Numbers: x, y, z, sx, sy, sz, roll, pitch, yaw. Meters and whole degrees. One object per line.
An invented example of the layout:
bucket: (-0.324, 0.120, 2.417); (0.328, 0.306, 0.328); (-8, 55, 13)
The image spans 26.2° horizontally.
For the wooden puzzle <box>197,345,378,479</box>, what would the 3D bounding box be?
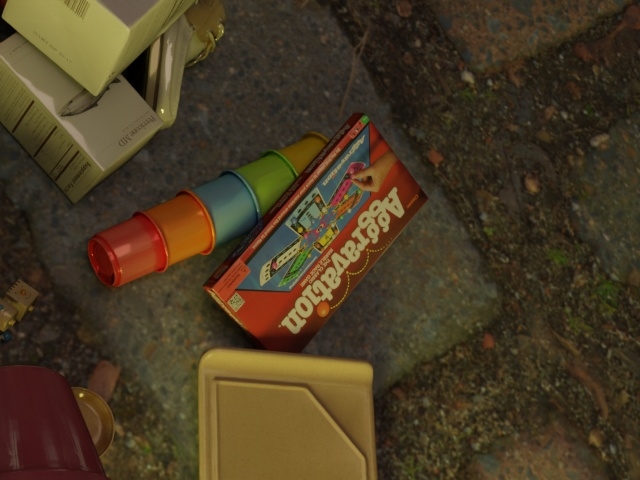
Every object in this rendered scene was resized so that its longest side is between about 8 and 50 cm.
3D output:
wooden puzzle: (-0.037, 0.247, 1.544); (0.221, 0.044, 0.239); (8, 72, -26)

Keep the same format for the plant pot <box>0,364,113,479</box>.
plant pot: (-0.295, 0.229, 1.331); (0.201, 0.201, 0.180); (4, 54, -27)

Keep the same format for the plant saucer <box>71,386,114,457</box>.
plant saucer: (-0.260, 0.197, 1.456); (0.083, 0.015, 0.083); (10, 67, -25)

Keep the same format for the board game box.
board game box: (0.000, 0.000, 1.599); (0.281, 0.027, 0.145); (-50, 121, -19)

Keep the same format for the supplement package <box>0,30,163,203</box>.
supplement package: (-0.283, -0.151, 1.530); (0.179, 0.105, 0.105); (48, 56, -4)

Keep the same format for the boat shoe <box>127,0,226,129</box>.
boat shoe: (-0.164, -0.265, 1.636); (0.103, 0.113, 0.302); (13, 66, -21)

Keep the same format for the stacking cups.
stacking cups: (-0.123, -0.035, 1.589); (0.316, 0.096, 0.096); (-23, 82, -29)

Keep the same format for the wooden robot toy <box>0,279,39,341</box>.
wooden robot toy: (-0.369, 0.092, 1.411); (0.079, 0.076, 0.173); (36, 57, 2)

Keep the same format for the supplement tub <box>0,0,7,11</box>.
supplement tub: (-0.385, -0.435, 1.529); (0.207, 0.207, 0.338); (14, 64, -23)

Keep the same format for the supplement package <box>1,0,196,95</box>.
supplement package: (-0.205, -0.300, 1.486); (0.139, 0.134, 0.244); (40, 54, -2)
